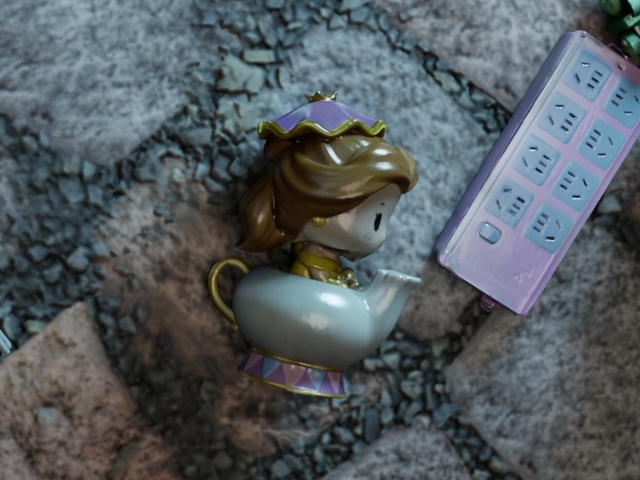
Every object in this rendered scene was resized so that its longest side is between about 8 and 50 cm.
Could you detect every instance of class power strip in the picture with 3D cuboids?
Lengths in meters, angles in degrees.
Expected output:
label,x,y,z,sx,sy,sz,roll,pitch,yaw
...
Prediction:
label,x,y,z,sx,sy,sz,roll,pitch,yaw
power strip,0.212,-0.064,1.673,0.109,0.037,0.279,32,88,-15

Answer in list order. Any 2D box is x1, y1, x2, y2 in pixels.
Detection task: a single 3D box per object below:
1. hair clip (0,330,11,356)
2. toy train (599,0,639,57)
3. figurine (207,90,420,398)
label,x,y,z,sx,sy,sz,roll,pitch,yaw
hair clip,-0.320,0.065,1.565,0.115,0.030,0.039,39,105,-12
toy train,0.339,-0.245,1.670,0.178,0.071,0.104,-35,95,-9
figurine,0.000,0.000,1.579,0.189,0.142,0.263,12,93,9
